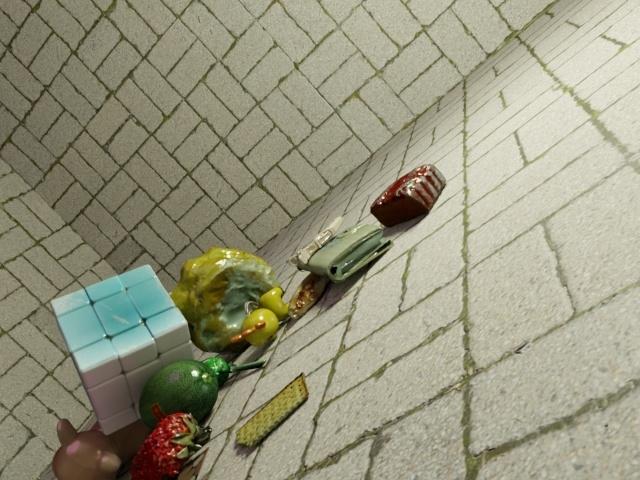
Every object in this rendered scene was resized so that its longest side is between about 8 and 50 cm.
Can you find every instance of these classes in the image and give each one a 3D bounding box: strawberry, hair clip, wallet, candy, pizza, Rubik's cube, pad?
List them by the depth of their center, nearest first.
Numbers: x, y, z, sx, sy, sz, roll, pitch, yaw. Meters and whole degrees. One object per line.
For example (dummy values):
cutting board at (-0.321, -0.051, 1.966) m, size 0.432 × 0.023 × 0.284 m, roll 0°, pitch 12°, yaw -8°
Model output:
pad at (-0.353, 0.582, 1.340) m, size 0.235 × 0.003 × 0.158 m, roll -40°, pitch 10°, yaw 13°
strawberry at (-0.399, 0.524, 1.472) m, size 0.286 × 0.106 × 0.188 m, roll -40°, pitch 6°, yaw 19°
candy at (-0.250, 0.370, 1.700) m, size 0.323 × 0.097 × 0.097 m, roll -22°, pitch 22°, yaw 45°
wallet at (0.061, 0.030, 1.721) m, size 0.223 × 0.077 × 0.309 m, roll -38°, pitch 13°, yaw -13°
hair clip at (0.000, 0.000, 1.751) m, size 0.226 × 0.034 × 0.072 m, roll -42°, pitch 16°, yaw -22°
Rubik's cube at (-0.584, 0.321, 1.777) m, size 0.315 × 0.319 × 0.322 m, roll -22°, pitch 45°, yaw -25°
pizza at (-0.026, 0.143, 1.793) m, size 0.134 × 0.056 × 0.271 m, roll -32°, pitch 14°, yaw 51°

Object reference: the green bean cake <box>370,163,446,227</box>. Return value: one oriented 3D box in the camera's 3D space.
green bean cake at (0.246, -0.122, 1.726) m, size 0.232 × 0.097 × 0.199 m, roll -31°, pitch 15°, yaw 50°

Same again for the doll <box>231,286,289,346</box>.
doll at (-0.174, 0.236, 1.745) m, size 0.143 × 0.135 × 0.221 m, roll -32°, pitch 2°, yaw 40°

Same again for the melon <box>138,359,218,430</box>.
melon at (-0.386, 0.428, 1.619) m, size 0.287 × 0.182 × 0.182 m, roll -40°, pitch 9°, yaw 33°

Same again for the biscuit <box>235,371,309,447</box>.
biscuit at (-0.103, 0.366, 1.233) m, size 0.203 × 0.016 × 0.144 m, roll -42°, pitch 9°, yaw -2°

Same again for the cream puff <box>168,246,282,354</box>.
cream puff at (-0.334, 0.191, 1.943) m, size 0.378 × 0.378 × 0.275 m, roll -45°, pitch 31°, yaw -14°

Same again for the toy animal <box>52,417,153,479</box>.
toy animal at (-0.660, 0.635, 1.802) m, size 0.326 × 0.237 × 0.269 m, roll -51°, pitch -18°, yaw -26°

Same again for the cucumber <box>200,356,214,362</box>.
cucumber at (-0.417, 0.452, 2.015) m, size 0.227 × 0.069 × 0.069 m, roll -33°, pitch 13°, yaw 31°
